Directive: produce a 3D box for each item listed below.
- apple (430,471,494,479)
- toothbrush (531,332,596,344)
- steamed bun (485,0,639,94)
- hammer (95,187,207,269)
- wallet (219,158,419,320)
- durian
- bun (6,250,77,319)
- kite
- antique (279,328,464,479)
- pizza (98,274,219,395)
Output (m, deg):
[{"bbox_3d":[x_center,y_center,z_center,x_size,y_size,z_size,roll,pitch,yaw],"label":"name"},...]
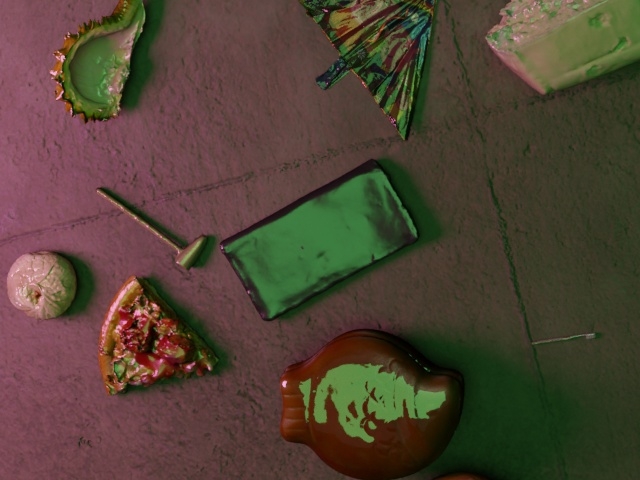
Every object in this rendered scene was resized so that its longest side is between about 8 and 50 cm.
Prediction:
[{"bbox_3d":[0.223,0.465,1.929,0.210,0.173,0.235,-43,88,12],"label":"apple"},{"bbox_3d":[0.365,0.148,1.949,0.097,0.006,0.008,-9,99,11],"label":"toothbrush"},{"bbox_3d":[0.341,-0.318,1.810,0.225,0.200,0.170,-22,53,13],"label":"steamed bun"},{"bbox_3d":[-0.267,-0.034,2.023,0.195,0.028,0.060,36,96,5],"label":"hammer"},{"bbox_3d":[0.000,0.000,1.980,0.285,0.030,0.146,-29,89,11],"label":"wallet"},{"bbox_3d":[-0.337,-0.291,1.971,0.140,0.078,0.224,27,90,-39],"label":"durian"},{"bbox_3d":[-0.442,0.070,2.042,0.115,0.069,0.115,1,96,9],"label":"bun"},{"bbox_3d":[0.080,-0.312,1.933,0.234,0.016,0.321,-38,90,12],"label":"kite"},{"bbox_3d":[0.078,0.243,1.946,0.278,0.129,0.223,-5,97,10],"label":"antique"},{"bbox_3d":[-0.255,0.159,2.029,0.193,0.053,0.201,7,98,9],"label":"pizza"}]
